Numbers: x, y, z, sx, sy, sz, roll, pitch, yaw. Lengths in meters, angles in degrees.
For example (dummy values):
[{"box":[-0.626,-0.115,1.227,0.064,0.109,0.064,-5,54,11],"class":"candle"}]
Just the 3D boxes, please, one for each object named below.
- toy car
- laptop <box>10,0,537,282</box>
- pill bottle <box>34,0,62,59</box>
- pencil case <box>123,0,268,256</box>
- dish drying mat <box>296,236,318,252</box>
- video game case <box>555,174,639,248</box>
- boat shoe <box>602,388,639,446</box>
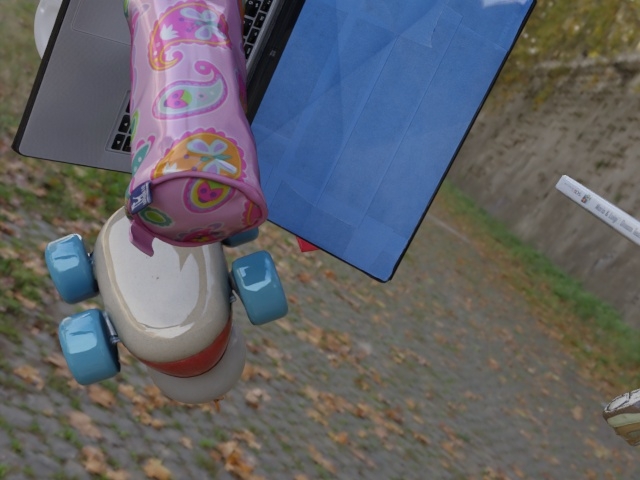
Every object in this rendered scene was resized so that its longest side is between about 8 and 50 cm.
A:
[{"box":[-0.150,0.090,0.998,0.238,0.219,0.210,78,-10,-51],"class":"toy car"},{"box":[-0.049,-0.184,0.982,0.408,0.381,0.236,7,26,-44],"class":"laptop"},{"box":[-0.314,-0.315,1.378,0.209,0.119,0.119,-8,37,-44],"class":"pill bottle"},{"box":[-0.117,-0.129,0.784,0.124,0.124,0.284,25,48,-44],"class":"pencil case"},{"box":[0.000,0.000,1.558,0.083,0.008,0.032,-9,68,-28],"class":"dish drying mat"},{"box":[0.299,0.007,0.799,0.157,0.019,0.143,27,13,-30],"class":"video game case"},{"box":[0.424,0.201,1.061,0.072,0.068,0.190,55,-35,1],"class":"boat shoe"}]
